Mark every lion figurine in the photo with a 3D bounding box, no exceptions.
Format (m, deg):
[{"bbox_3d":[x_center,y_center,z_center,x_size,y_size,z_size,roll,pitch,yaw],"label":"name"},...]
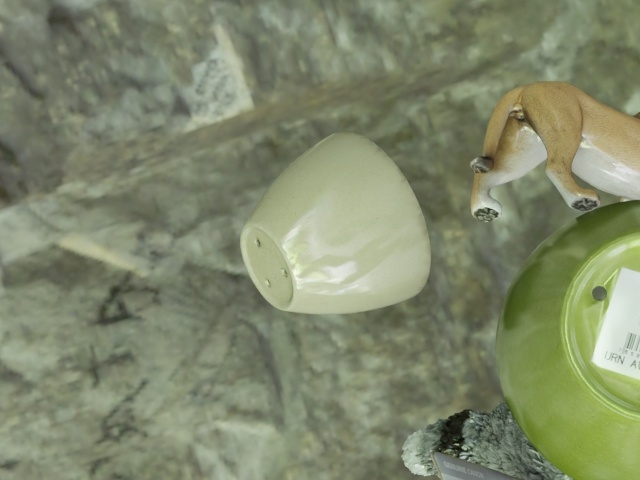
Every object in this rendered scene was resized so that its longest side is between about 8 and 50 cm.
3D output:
[{"bbox_3d":[0.321,-0.099,1.403,0.392,0.142,0.240,25,-126,-29],"label":"lion figurine"}]

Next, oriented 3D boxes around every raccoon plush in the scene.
[{"bbox_3d":[0.268,0.343,1.801,0.299,0.446,0.216,-7,-106,-57],"label":"raccoon plush"}]

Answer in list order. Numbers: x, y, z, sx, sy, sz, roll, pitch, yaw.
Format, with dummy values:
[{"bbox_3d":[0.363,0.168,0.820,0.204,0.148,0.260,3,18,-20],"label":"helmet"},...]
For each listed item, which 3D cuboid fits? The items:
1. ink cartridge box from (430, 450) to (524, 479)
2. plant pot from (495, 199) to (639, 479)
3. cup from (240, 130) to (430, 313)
[{"bbox_3d":[0.206,0.417,1.458,0.309,0.130,0.271,28,-145,-48],"label":"ink cartridge box"},{"bbox_3d":[0.268,0.081,0.993,0.293,0.275,0.274,32,-138,-76],"label":"plant pot"},{"bbox_3d":[0.000,0.000,2.192,0.331,0.237,0.331,39,143,38],"label":"cup"}]
